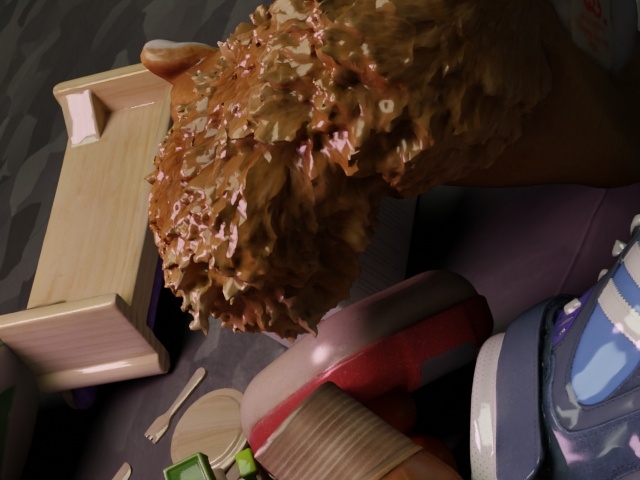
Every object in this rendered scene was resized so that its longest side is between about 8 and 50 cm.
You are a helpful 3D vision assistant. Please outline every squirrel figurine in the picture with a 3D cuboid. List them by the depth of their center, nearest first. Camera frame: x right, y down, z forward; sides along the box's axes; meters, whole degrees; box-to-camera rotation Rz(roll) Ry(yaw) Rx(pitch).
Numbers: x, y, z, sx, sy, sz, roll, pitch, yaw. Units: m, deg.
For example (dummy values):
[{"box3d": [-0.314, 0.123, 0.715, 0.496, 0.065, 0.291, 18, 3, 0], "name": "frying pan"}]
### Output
[{"box3d": [0.012, -0.105, 1.053, 0.370, 0.281, 0.397, -14, 13, 37], "name": "squirrel figurine"}]

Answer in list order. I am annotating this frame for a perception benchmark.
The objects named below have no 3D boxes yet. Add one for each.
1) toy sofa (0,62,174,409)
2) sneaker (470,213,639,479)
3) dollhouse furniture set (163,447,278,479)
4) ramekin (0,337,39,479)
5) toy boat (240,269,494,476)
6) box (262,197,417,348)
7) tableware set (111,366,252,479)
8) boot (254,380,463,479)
[{"box3d": [-0.214, -0.006, 1.639, 0.150, 0.177, 0.363, -12, 47, 20], "name": "toy sofa"}, {"box3d": [0.193, 0.036, 0.961, 0.236, 0.130, 0.323, 1, 67, 52], "name": "sneaker"}, {"box3d": [-0.066, 0.207, 1.170, 0.076, 0.152, 0.059, -26, 64, 7], "name": "dollhouse furniture set"}, {"box3d": [-0.413, 0.206, 1.560, 0.303, 0.148, 0.304, 17, -90, -77], "name": "ramekin"}, {"box3d": [0.046, 0.130, 1.102, 0.151, 0.151, 0.231, 61, 147, 10], "name": "toy boat"}, {"box3d": [0.000, 0.000, 1.292, 0.091, 0.130, 0.171, -28, 39, 42], "name": "box"}, {"box3d": [-0.119, 0.215, 1.311, 0.194, 0.039, 0.128, -52, 42, -7], "name": "tableware set"}, {"box3d": [0.006, 0.259, 0.986, 0.283, 0.220, 0.109, -50, -15, 10], "name": "boot"}]
